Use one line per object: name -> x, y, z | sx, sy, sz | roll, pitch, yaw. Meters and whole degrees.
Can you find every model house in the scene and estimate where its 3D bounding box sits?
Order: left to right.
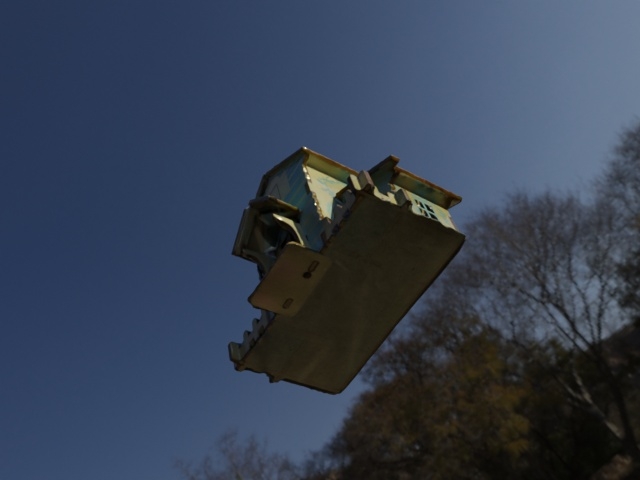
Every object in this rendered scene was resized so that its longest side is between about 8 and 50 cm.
model house -> 0.000, 0.000, 0.759 | 0.178, 0.206, 0.271 | 20, -60, -24
